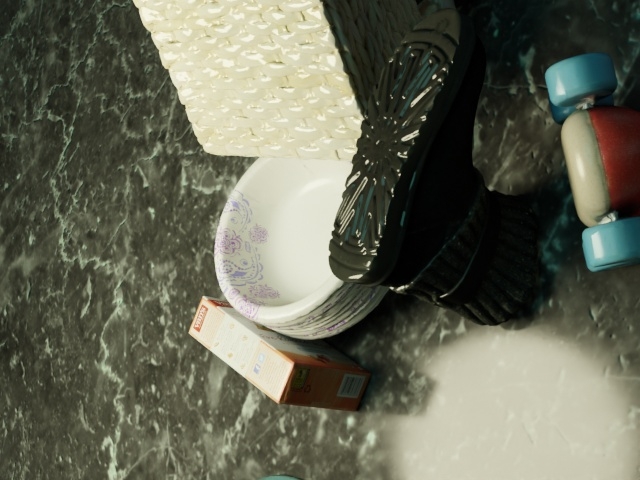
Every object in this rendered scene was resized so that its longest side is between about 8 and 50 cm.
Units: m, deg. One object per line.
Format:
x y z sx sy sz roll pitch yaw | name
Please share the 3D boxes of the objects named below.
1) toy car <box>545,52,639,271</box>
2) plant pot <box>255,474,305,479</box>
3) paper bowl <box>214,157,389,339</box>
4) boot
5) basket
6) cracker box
0.386 -0.098 1.126 0.238 0.210 0.219 -13 83 13 | toy car
-0.176 0.486 1.399 0.341 0.334 0.341 -14 70 42 | plant pot
0.000 0.000 1.461 0.284 0.148 0.284 -20 57 34 | paper bowl
0.172 -0.078 1.246 0.131 0.260 0.348 36 109 56 | boot
-0.034 -0.304 1.377 0.331 0.328 0.266 7 46 36 | basket
-0.061 0.161 1.494 0.232 0.155 0.067 29 100 45 | cracker box
